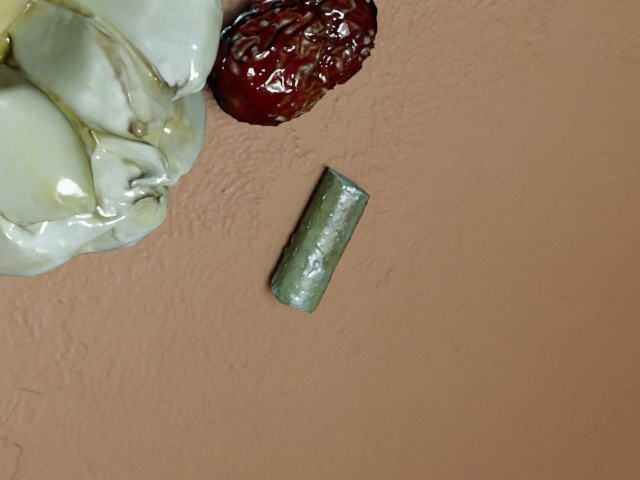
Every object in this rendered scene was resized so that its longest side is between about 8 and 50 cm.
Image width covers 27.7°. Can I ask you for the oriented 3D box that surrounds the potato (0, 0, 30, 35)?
[{"bbox_3d":[-0.257,-0.230,0.876,0.150,0.146,0.233,28,83,-47],"label":"potato"}]

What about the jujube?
[{"bbox_3d":[-0.020,-0.155,1.095,0.166,0.104,0.104,-27,126,-20],"label":"jujube"}]

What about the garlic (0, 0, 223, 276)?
[{"bbox_3d":[-0.171,-0.089,0.974,0.281,0.203,0.184,-48,155,-10],"label":"garlic"}]

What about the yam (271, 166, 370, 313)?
[{"bbox_3d":[0.000,0.000,1.222,0.054,0.054,0.132,18,103,-38],"label":"yam"}]
